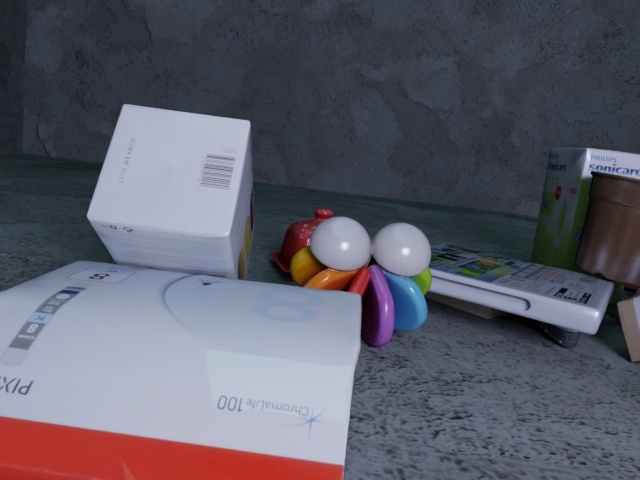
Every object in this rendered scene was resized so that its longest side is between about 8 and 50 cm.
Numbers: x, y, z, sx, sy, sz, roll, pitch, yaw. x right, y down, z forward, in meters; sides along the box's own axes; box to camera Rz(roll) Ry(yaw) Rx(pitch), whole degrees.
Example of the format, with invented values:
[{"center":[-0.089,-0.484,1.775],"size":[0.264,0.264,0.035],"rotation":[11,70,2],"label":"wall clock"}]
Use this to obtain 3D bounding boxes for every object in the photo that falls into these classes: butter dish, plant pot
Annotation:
[{"center":[0.000,0.000,1.000],"size":[0.160,0.118,0.160],"rotation":[4,11,-17],"label":"butter dish"},{"center":[0.512,-0.016,0.915],"size":[0.167,0.165,0.167],"rotation":[13,11,-2],"label":"plant pot"}]

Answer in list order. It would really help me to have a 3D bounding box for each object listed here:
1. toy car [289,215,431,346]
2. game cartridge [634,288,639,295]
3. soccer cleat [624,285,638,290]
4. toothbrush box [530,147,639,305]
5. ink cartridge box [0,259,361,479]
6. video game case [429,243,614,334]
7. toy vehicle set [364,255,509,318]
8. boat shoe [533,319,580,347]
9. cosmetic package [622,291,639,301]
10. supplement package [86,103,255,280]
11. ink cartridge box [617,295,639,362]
[{"center":[0.053,0.065,0.677],"size":[0.182,0.159,0.136],"rotation":[6,45,-10],"label":"toy car"},{"center":[0.735,0.128,0.986],"size":[0.294,0.060,0.196],"rotation":[5,6,-14],"label":"game cartridge"},{"center":[0.684,0.070,1.245],"size":[0.095,0.083,0.248],"rotation":[38,10,6],"label":"soccer cleat"},{"center":[0.524,-0.038,1.100],"size":[0.122,0.283,0.206],"rotation":[8,11,4],"label":"toothbrush box"},{"center":[-0.128,0.107,0.404],"size":[0.308,0.091,0.385],"rotation":[7,9,3],"label":"ink cartridge box"},{"center":[0.278,0.059,0.850],"size":[0.300,0.036,0.329],"rotation":[14,10,29],"label":"video game case"},{"center":[0.226,0.073,0.983],"size":[0.166,0.035,0.267],"rotation":[-3,14,-45],"label":"toy vehicle set"},{"center":[0.331,0.115,0.803],"size":[0.049,0.040,0.142],"rotation":[4,9,-3],"label":"boat shoe"},{"center":[0.541,0.096,0.871],"size":[0.060,0.041,0.115],"rotation":[4,-31,-19],"label":"cosmetic package"},{"center":[-0.152,-0.020,0.638],"size":[0.133,0.139,0.244],"rotation":[7,-25,-2],"label":"supplement package"},{"center":[0.535,0.089,0.676],"size":[0.193,0.088,0.234],"rotation":[4,-20,-25],"label":"ink cartridge box"}]
